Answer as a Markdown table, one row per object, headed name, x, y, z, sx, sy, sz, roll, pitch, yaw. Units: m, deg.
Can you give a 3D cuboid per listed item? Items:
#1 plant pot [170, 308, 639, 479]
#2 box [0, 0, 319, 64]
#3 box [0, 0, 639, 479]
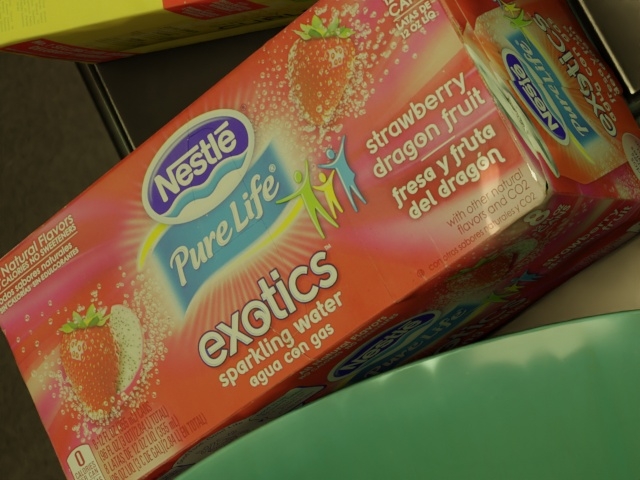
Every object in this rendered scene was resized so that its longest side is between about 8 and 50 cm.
| name | x | y | z | sx | sy | sz | roll | pitch | yaw |
| --- | --- | --- | --- | --- | --- | --- | --- | --- | --- |
| plant pot | 0.086 | 0.186 | 0.635 | 0.293 | 0.293 | 0.235 | -9 | 105 | 33 |
| box | -0.041 | -0.126 | 0.830 | 0.232 | 0.087 | 0.058 | -6 | 87 | 32 |
| box | 0.000 | 0.000 | 0.776 | 0.257 | 0.128 | 0.122 | -36 | 71 | 28 |
